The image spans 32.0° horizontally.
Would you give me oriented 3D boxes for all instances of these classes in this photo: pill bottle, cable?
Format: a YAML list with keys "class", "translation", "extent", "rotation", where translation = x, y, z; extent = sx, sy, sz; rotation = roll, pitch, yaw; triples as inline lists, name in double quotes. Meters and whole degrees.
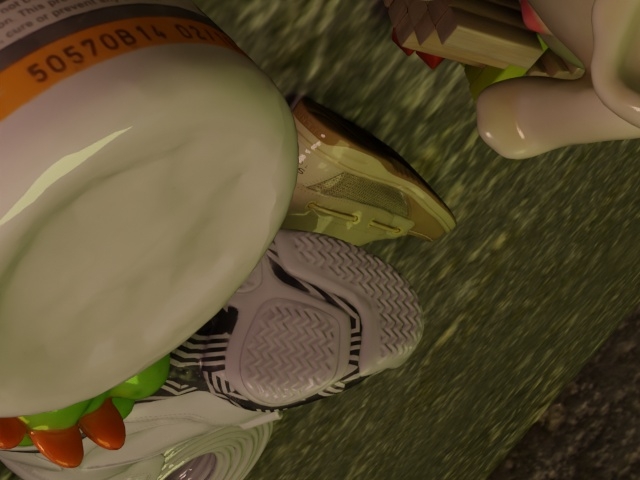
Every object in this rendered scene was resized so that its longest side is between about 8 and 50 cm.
- class: "pill bottle"
  translation: [-0.150, -0.080, 0.435]
  extent: [0.162, 0.278, 0.162]
  rotation: [-34, 154, -19]
- class: "cable"
  translation: [-0.163, 0.228, 1.141]
  extent: [0.257, 0.089, 0.257]
  rotation: [-42, 156, -4]

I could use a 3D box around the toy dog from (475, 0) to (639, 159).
- class: "toy dog"
  translation: [0.216, -0.229, 0.675]
  extent: [0.395, 0.284, 0.408]
  rotation: [-44, 172, 4]

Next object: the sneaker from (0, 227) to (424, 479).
- class: "sneaker"
  translation: [-0.109, 0.104, 0.887]
  extent: [0.366, 0.137, 0.210]
  rotation: [-9, 156, -12]

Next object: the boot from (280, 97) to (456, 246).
- class: "boot"
  translation: [0.000, 0.000, 1.009]
  extent: [0.203, 0.095, 0.262]
  rotation: [-50, 149, 10]

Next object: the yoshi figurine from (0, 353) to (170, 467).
- class: "yoshi figurine"
  translation: [-0.244, 0.015, 0.641]
  extent: [0.362, 0.204, 0.202]
  rotation: [27, 67, -50]

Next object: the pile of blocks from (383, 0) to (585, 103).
- class: "pile of blocks"
  translation: [0.187, -0.176, 0.960]
  extent: [0.362, 0.149, 0.112]
  rotation: [-17, 156, -43]
